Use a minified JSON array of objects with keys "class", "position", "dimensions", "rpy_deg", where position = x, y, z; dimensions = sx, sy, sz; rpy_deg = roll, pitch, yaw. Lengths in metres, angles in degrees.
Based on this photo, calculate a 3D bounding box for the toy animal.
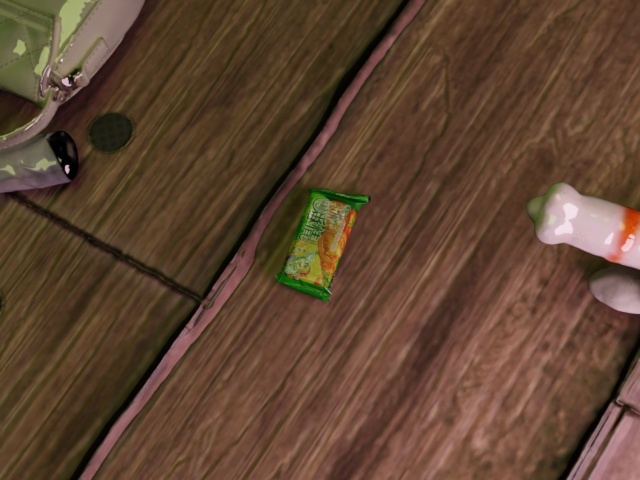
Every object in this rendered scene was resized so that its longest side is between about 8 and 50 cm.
[{"class":"toy animal","position":[0.273,0.040,0.921],"dimensions":[0.282,0.140,0.138],"rpy_deg":[-1,55,4]}]

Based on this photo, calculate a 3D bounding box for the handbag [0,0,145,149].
[{"class":"handbag","position":[-0.280,-0.175,1.138],"dimensions":[0.256,0.079,0.219],"rpy_deg":[24,69,18]}]

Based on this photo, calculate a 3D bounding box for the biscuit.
[{"class":"biscuit","position":[0.000,0.000,1.046],"dimensions":[0.046,0.016,0.089],"rpy_deg":[15,67,15]}]

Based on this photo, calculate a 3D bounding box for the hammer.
[{"class":"hammer","position":[-0.390,-0.018,1.103],"dimensions":[0.426,0.044,0.152],"rpy_deg":[-8,62,3]}]
